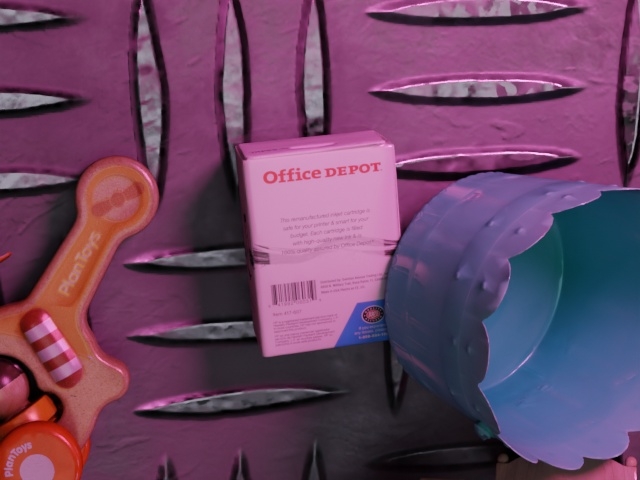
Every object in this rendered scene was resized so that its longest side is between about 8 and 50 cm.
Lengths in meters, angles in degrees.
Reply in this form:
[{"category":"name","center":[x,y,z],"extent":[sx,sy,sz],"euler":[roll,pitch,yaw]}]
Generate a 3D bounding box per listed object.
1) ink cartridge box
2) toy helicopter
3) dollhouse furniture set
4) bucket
[{"category":"ink cartridge box","center":[0.000,0.000,1.209],"extent":[0.148,0.086,0.203],"euler":[-6,106,-8]},{"category":"toy helicopter","center":[-0.280,0.069,1.183],"extent":[0.235,0.140,0.355],"euler":[29,88,-6]},{"category":"dollhouse furniture set","center":[0.316,0.225,1.312],"extent":[0.355,0.303,0.174],"euler":[-1,73,18]},{"category":"bucket","center":[0.210,0.066,1.171],"extent":[0.281,0.183,0.281],"euler":[-9,107,-30]}]
